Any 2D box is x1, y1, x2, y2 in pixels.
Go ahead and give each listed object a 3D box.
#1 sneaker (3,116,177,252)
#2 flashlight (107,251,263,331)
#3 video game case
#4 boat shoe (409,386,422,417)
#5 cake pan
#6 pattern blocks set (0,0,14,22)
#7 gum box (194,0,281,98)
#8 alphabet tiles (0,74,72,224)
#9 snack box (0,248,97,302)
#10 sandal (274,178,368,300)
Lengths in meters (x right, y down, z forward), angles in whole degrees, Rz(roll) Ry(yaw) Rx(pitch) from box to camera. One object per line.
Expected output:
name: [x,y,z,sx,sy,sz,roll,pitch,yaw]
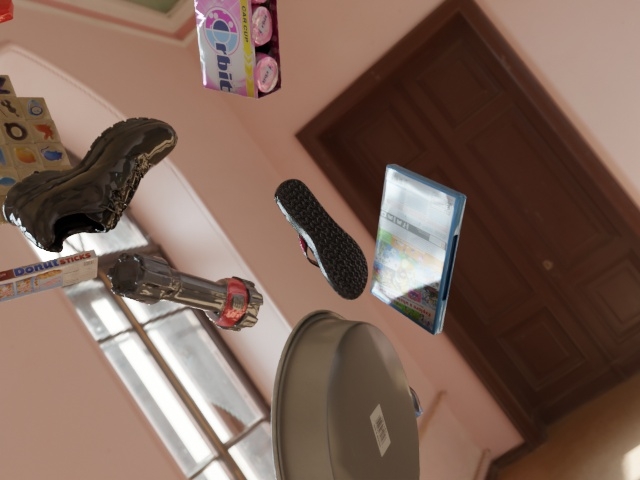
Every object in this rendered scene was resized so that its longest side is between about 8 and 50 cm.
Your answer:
sneaker: [-0.331,-0.079,1.068,0.286,0.130,0.109,-38,-28,-16]
flashlight: [-0.230,0.089,1.211,0.103,0.103,0.304,-46,-36,16]
video game case: [0.107,0.009,0.793,0.015,0.119,0.167,-10,-63,-34]
boat shoe: [0.108,0.243,1.177,0.109,0.089,0.258,-32,3,-16]
cake pan: [0.043,0.220,0.780,0.054,0.294,0.293,-13,4,25]
pattern blocks set: [-0.567,-0.310,0.834,0.285,0.324,0.026,-37,-23,-32]
gum box: [-0.120,-0.312,1.005,0.062,0.107,0.189,-37,-45,-45]
alphabet tiles: [-0.637,-0.183,1.339,0.285,0.343,0.011,-11,-20,-45]
snack box: [-0.461,0.060,1.148,0.178,0.022,0.064,-16,-28,-29]
sandal: [0.000,0.000,0.905,0.067,0.179,0.040,-30,-9,-36]
